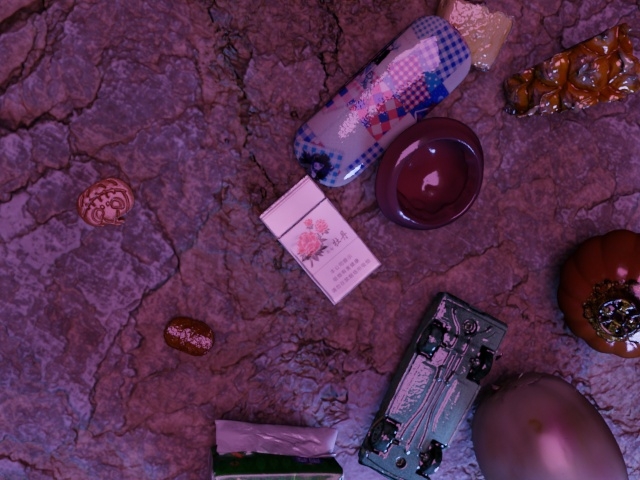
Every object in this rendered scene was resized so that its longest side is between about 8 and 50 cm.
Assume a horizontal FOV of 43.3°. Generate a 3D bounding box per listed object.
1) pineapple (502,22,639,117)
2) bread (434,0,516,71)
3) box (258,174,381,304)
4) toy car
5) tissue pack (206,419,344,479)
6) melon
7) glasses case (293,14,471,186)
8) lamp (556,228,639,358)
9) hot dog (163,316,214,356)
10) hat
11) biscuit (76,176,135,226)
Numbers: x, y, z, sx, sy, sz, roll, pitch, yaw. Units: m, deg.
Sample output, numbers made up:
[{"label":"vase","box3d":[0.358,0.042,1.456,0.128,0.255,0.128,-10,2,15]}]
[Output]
[{"label":"pineapple","box3d":[0.418,-0.277,1.337,0.186,0.236,0.115,-31,107,-45]},{"label":"bread","box3d":[0.243,-0.349,1.332,0.125,0.082,0.106,20,116,-10]},{"label":"box","box3d":[0.000,0.000,1.348,0.109,0.029,0.198,-41,100,-5]},{"label":"toy car","box3d":[0.188,0.255,1.362,0.141,0.097,0.321,28,88,-11]},{"label":"tissue pack","box3d":[-0.077,0.371,1.303,0.208,0.148,0.156,3,94,-9]},{"label":"melon","box3d":[0.381,0.363,1.339,0.223,0.223,0.317,-32,95,-6]},{"label":"glasses case","box3d":[0.098,-0.221,1.300,0.327,0.076,0.125,-41,105,11]},{"label":"lamp","box3d":[0.510,0.091,1.353,0.223,0.196,0.223,10,115,22]},{"label":"hot dog","box3d":[-0.215,0.157,1.321,0.083,0.035,0.058,21,91,-10]},{"label":"hat","box3d":[0.175,-0.112,1.329,0.205,0.089,0.206,-10,118,-19]},{"label":"biscuit","box3d":[-0.342,-0.057,1.295,0.091,0.015,0.078,-35,98,-5]}]
